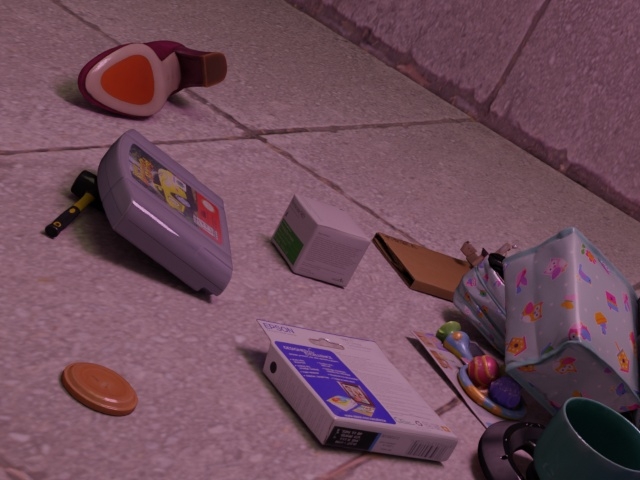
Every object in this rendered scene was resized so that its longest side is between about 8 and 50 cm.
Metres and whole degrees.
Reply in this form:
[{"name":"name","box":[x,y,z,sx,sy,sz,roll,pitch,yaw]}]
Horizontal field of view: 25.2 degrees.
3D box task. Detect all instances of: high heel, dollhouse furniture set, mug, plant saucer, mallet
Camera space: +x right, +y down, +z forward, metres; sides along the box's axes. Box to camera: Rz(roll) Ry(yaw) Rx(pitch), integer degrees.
[{"name":"high heel","box":[-0.332,-0.279,2.442,0.181,0.127,0.377,5,9,30]},{"name":"dollhouse furniture set","box":[0.290,0.010,2.505,0.091,0.081,0.114,50,2,-16]},{"name":"mug","box":[0.333,0.272,1.716,0.157,0.097,0.129,26,25,-13]},{"name":"plant saucer","box":[-0.227,0.151,1.476,0.083,0.013,0.083,26,17,-8]},{"name":"mallet","box":[-0.308,-0.037,1.853,0.062,0.039,0.190,29,22,-8]}]

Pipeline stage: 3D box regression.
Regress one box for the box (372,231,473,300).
[{"name":"box","box":[0.200,0.057,2.385,0.201,0.021,0.164,19,20,-31]}]

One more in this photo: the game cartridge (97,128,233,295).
[{"name":"game cartridge","box":[-0.211,-0.048,1.923,0.196,0.060,0.294,34,15,-20]}]

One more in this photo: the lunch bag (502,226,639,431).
[{"name":"lunch bag","box":[0.388,0.148,2.042,0.262,0.160,0.223,39,39,-30]}]

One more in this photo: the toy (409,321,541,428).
[{"name":"toy","box":[0.239,0.190,2.015,0.137,0.056,0.237,13,23,-37]}]

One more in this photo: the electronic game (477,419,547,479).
[{"name":"electronic game","box":[0.297,0.308,1.783,0.229,0.048,0.229,24,26,-13]}]

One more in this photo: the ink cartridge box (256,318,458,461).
[{"name":"ink cartridge box","box":[0.036,0.182,1.739,0.206,0.045,0.208,14,24,-39]}]

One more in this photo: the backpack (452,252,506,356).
[{"name":"backpack","box":[0.297,0.108,2.216,0.182,0.115,0.152,46,11,4]}]

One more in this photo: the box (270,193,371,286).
[{"name":"box","box":[0.000,0.000,2.124,0.102,0.087,0.101,18,20,-32]}]
